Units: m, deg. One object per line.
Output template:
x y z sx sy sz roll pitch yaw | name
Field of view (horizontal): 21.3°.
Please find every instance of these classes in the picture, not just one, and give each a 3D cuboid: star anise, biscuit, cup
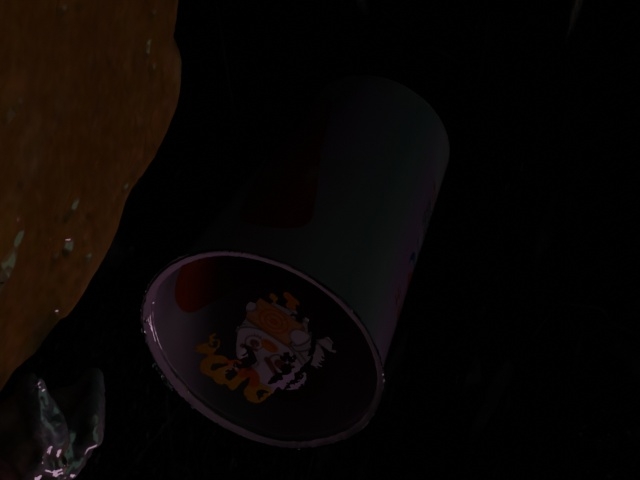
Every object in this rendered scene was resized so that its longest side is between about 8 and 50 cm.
-0.201 0.164 1.058 0.208 0.063 0.172 -50 169 -4 | star anise
-0.187 -0.080 1.003 0.312 0.057 0.351 64 44 -58 | biscuit
0.000 0.000 1.370 0.288 0.203 0.203 -60 155 -45 | cup
